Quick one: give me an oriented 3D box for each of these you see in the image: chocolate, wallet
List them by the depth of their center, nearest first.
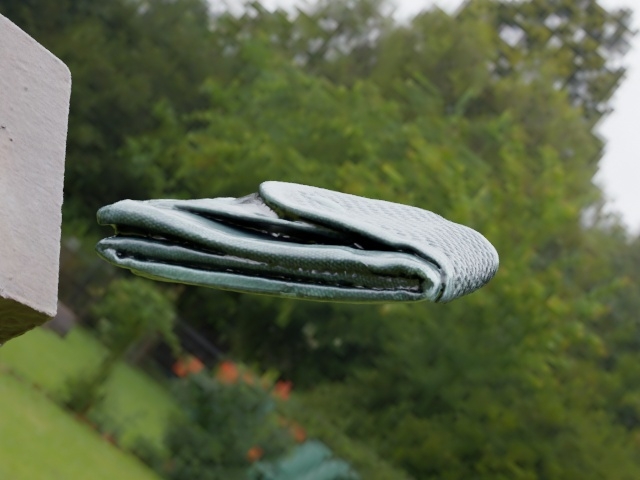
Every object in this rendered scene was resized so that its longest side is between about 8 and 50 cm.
[{"bbox_3d":[0.000,0.000,1.265,0.237,0.075,0.342,9,3,12],"label":"wallet"},{"bbox_3d":[-0.306,-0.060,1.649,0.112,0.112,0.321,28,46,-40],"label":"chocolate"}]
